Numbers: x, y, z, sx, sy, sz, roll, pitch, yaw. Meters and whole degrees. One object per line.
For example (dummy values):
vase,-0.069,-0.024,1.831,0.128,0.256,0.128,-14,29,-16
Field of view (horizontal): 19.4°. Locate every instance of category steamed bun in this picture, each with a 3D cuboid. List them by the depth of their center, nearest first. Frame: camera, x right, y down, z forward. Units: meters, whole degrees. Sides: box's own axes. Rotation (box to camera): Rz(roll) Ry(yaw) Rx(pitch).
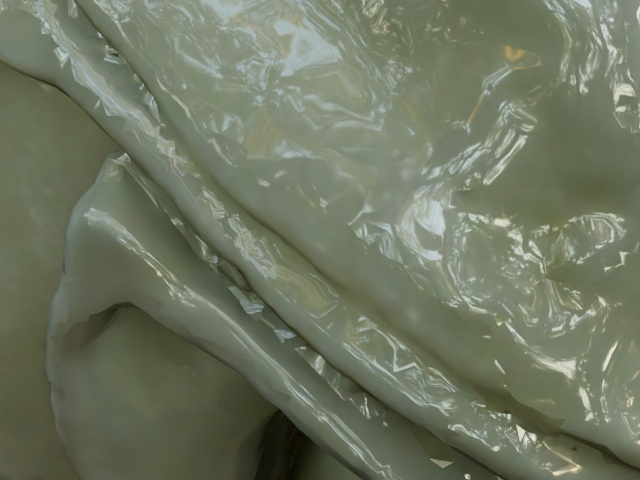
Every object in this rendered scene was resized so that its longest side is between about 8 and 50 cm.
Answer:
steamed bun,0.001,0.002,0.451,0.289,0.276,0.203,5,59,40
